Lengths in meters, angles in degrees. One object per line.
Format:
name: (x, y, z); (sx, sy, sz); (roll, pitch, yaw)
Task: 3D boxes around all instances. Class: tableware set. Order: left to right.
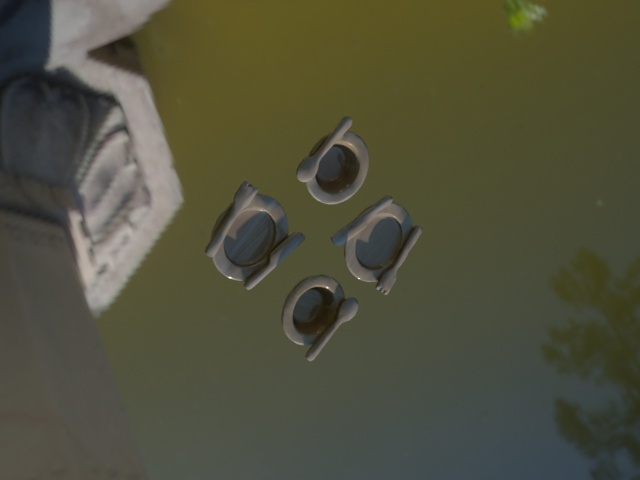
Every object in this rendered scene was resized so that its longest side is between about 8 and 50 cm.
tableware set: (0.000, 0.000, 1.139); (0.141, 0.020, 0.169); (-47, 128, -12)
